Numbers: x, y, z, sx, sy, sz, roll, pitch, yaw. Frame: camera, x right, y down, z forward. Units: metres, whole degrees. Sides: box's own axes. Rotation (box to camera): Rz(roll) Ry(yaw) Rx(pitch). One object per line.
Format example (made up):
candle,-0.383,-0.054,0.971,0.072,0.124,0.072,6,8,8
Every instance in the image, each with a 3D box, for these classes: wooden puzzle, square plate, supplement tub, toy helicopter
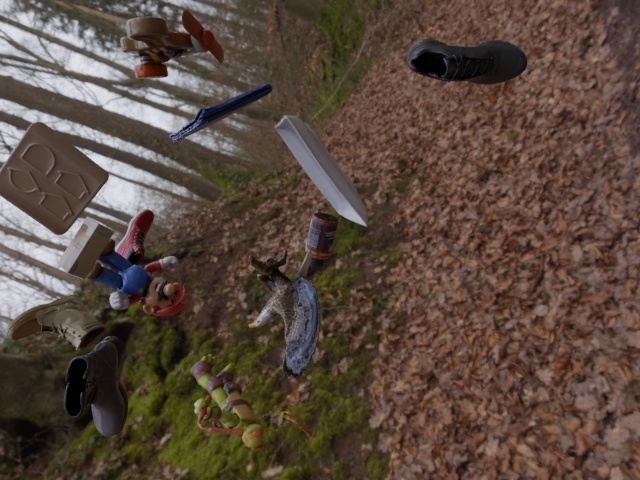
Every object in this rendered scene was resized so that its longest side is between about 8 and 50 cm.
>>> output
wooden puzzle,-1.051,-0.239,1.810,0.348,0.322,0.080,-44,19,15
square plate,0.003,-0.202,1.297,0.049,0.347,0.344,-39,13,-3
supplement tub,0.000,0.000,1.767,0.106,0.106,0.197,-64,-12,-71
toy helicopter,-0.360,-0.474,1.098,0.355,0.235,0.140,-115,21,-74

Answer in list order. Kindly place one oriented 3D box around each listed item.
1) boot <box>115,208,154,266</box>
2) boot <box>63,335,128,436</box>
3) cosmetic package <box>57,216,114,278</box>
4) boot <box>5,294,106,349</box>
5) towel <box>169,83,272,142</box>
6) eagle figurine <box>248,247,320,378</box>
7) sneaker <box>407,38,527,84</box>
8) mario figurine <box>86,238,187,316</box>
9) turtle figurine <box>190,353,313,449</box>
boot,-0.751,-0.010,1.930,0.088,0.176,0.244,36,-101,-43
boot,-0.688,0.476,1.390,0.222,0.118,0.337,-70,-19,-80
cosmetic package,-0.483,0.015,0.950,0.041,0.060,0.115,39,-104,-51
boot,-0.914,0.312,1.606,0.262,0.203,0.095,-28,-30,-53
towel,-0.307,-0.381,1.382,0.243,0.040,0.336,-35,19,-27
eagle figurine,-0.077,0.186,1.183,0.225,0.298,0.226,-44,-18,29
sneaker,0.350,-0.424,1.123,0.130,0.287,0.109,-61,-27,-54
mario figurine,-0.532,0.121,1.403,0.198,0.320,0.170,-54,36,-3
turtle figurine,-0.153,0.321,0.879,0.217,0.270,0.087,38,101,46
